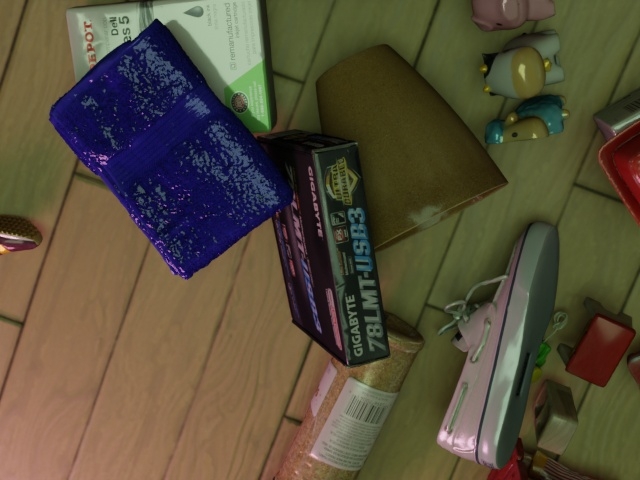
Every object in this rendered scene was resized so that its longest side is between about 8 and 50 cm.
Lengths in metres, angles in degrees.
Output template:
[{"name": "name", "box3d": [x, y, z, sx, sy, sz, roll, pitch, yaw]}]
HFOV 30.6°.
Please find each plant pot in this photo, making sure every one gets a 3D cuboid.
[{"name": "plant pot", "box3d": [0.102, -0.137, 1.641, 0.237, 0.237, 0.254, -27, 87, 8]}]

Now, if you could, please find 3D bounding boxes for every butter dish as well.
[{"name": "butter dish", "box3d": [0.468, -0.090, 1.520, 0.160, 0.118, 0.160, -33, 98, 11]}]

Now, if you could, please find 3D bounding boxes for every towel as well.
[{"name": "towel", "box3d": [-0.207, -0.112, 1.574, 0.227, 0.076, 0.308, -36, 97, 27]}]

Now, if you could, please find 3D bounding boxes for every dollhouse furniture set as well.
[{"name": "dollhouse furniture set", "box3d": [0.406, 0.302, 1.724, 0.201, 0.152, 0.374, 23, 111, -3]}]

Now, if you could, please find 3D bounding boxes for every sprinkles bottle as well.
[{"name": "sprinkles bottle", "box3d": [0.033, 0.279, 1.773, 0.121, 0.121, 0.355, 24, 102, -3]}]

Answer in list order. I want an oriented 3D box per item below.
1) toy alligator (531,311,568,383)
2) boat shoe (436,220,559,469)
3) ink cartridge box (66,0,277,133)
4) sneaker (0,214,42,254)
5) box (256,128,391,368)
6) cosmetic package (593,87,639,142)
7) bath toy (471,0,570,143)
[{"name": "toy alligator", "box3d": [0.319, 0.189, 1.783, 0.190, 0.056, 0.051, -47, 142, 4]}, {"name": "boat shoe", "box3d": [0.243, 0.141, 1.732, 0.156, 0.136, 0.367, 13, 88, 27]}, {"name": "ink cartridge box", "box3d": [-0.208, -0.246, 1.667, 0.272, 0.115, 0.199, -5, 103, 4]}, {"name": "sneaker", "box3d": [-0.510, 0.008, 1.766, 0.185, 0.069, 0.084, 7, 112, 7]}, {"name": "box", "box3d": [0.000, 0.000, 1.623, 0.073, 0.293, 0.296, -13, 103, -13]}, {"name": "cosmetic package", "box3d": [0.504, -0.129, 1.649, 0.151, 0.151, 0.184, -29, 99, 9]}, {"name": "bath toy", "box3d": [0.260, -0.314, 1.613, 0.129, 0.151, 0.348, -8, 106, 11]}]
